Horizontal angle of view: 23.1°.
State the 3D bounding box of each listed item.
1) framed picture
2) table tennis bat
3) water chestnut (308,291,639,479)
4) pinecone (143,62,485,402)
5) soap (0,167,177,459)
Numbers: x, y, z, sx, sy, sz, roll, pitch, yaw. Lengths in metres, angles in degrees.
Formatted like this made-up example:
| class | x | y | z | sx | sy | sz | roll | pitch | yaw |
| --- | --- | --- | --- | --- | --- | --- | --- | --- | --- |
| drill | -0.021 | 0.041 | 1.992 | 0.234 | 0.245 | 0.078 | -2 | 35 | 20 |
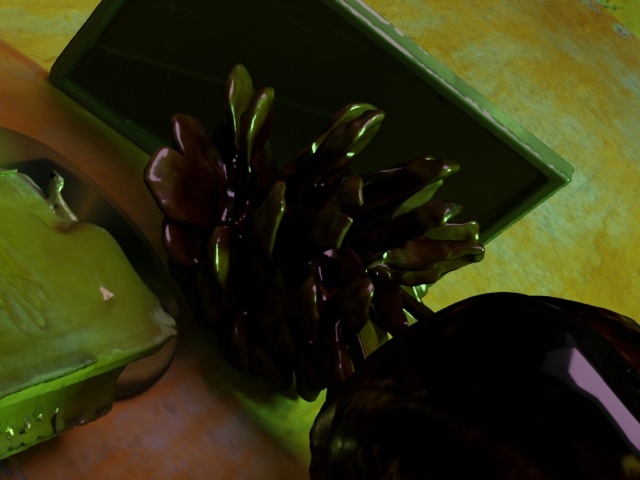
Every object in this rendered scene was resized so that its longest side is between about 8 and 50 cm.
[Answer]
| class | x | y | z | sx | sy | sz | roll | pitch | yaw |
| --- | --- | --- | --- | --- | --- | --- | --- | --- | --- |
| framed picture | -0.015 | -0.085 | 1.104 | 0.324 | 0.240 | 0.020 | 36 | 49 | -11 |
| table tennis bat | -0.203 | -0.033 | 0.953 | 0.321 | 0.050 | 0.198 | 52 | 25 | 14 |
| water chestnut | 0.114 | 0.161 | 0.854 | 0.289 | 0.244 | 0.289 | 36 | 20 | -15 |
| pinecone | 0.002 | 0.000 | 1.011 | 0.201 | 0.202 | 0.229 | 9 | -35 | 41 |
| soap | -0.172 | 0.034 | 0.739 | 0.135 | 0.076 | 0.233 | 44 | 19 | 11 |
